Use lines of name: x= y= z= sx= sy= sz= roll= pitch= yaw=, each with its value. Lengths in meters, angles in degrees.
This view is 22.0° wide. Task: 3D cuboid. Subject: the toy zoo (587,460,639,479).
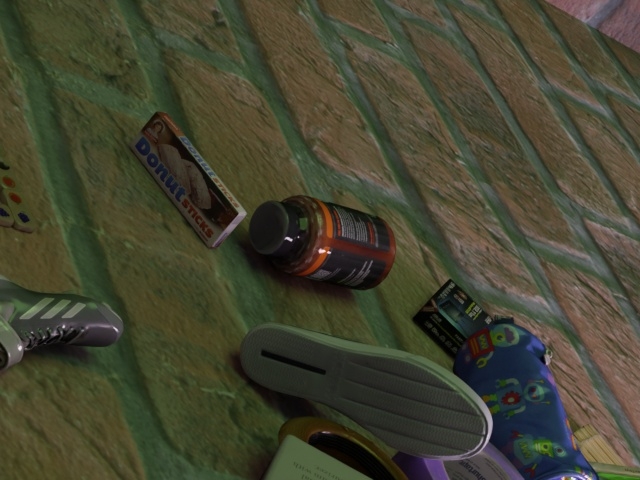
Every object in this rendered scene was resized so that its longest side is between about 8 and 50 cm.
toy zoo: x=0.435 y=0.407 z=2.120 sx=0.192 sy=0.030 sz=0.293 roll=10 pitch=36 yaw=-16

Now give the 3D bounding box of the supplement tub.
supplement tub: x=0.000 y=0.000 z=2.130 sx=0.198 sy=0.106 sz=0.106 roll=15 pitch=36 yaw=-46

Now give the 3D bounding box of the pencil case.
pencil case: x=0.263 y=0.238 z=2.106 sx=0.306 sy=0.133 sz=0.119 roll=-105 pitch=173 yaw=-49

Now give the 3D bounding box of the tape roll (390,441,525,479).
tape roll: x=0.163 y=0.305 z=1.908 sx=0.189 sy=0.080 sz=0.189 roll=34 pitch=25 yaw=-18

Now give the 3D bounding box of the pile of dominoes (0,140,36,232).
pile of dominoes: x=-0.417 y=-0.127 z=1.799 sx=0.196 sy=0.040 sz=0.251 roll=15 pitch=35 yaw=-45

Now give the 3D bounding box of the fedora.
fedora: x=0.021 y=0.274 z=1.748 sx=0.194 sy=0.079 sz=0.194 roll=30 pitch=23 yaw=-14

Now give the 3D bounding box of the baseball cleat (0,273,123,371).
baseball cleat: x=-0.287 y=0.091 z=1.625 sx=0.205 sy=0.072 sz=0.109 roll=20 pitch=46 yaw=-31

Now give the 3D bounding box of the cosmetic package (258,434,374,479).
cosmetic package: x=-0.013 y=0.380 z=1.368 sx=0.230 sy=0.161 sz=0.453 roll=29 pitch=26 yaw=0

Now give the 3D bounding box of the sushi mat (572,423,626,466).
sushi mat: x=0.451 y=0.388 z=2.270 sx=0.316 sy=0.019 sz=0.151 roll=48 pitch=26 yaw=14

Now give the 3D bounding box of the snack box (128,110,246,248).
snack box: x=-0.167 y=-0.077 z=2.057 sx=0.178 sy=0.064 sz=0.022 roll=51 pitch=26 yaw=18

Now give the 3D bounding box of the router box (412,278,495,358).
router box: x=0.188 y=0.112 z=2.307 sx=0.092 sy=0.038 sz=0.122 roll=44 pitch=25 yaw=3

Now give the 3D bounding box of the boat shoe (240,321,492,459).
boat shoe: x=0.058 y=0.157 z=1.871 sx=0.302 sy=0.109 sz=0.094 roll=22 pitch=14 yaw=13
